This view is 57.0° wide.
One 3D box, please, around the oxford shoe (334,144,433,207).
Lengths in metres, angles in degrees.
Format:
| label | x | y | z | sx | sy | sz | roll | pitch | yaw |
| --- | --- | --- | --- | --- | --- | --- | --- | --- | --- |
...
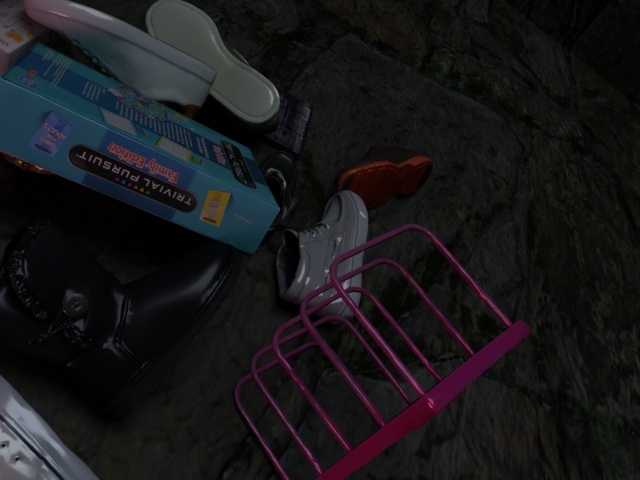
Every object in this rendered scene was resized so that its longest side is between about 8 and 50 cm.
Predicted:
| label | x | y | z | sx | sy | sz | roll | pitch | yaw |
| --- | --- | --- | --- | --- | --- | --- | --- | --- | --- |
| oxford shoe | 0.106 | -0.132 | 1.147 | 0.098 | 0.097 | 0.271 | 39 | 33 | 29 |

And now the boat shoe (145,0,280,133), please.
| label | x | y | z | sx | sy | sz | roll | pitch | yaw |
| --- | --- | --- | --- | --- | --- | --- | --- | --- | --- |
| boat shoe | -0.186 | -0.299 | 1.031 | 0.109 | 0.091 | 0.305 | -45 | 80 | -5 |

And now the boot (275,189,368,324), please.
| label | x | y | z | sx | sy | sz | roll | pitch | yaw |
| --- | --- | --- | --- | --- | --- | --- | --- | --- | --- |
| boot | 0.000 | 0.000 | 0.931 | 0.123 | 0.095 | 0.258 | 27 | 44 | -25 |

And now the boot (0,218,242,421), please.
| label | x | y | z | sx | sy | sz | roll | pitch | yaw |
| --- | --- | --- | --- | --- | --- | --- | --- | --- | --- |
| boot | -0.226 | 0.044 | 0.645 | 0.207 | 0.094 | 0.246 | 47 | 66 | -24 |

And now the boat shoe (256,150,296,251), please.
| label | x | y | z | sx | sy | sz | roll | pitch | yaw |
| --- | --- | --- | --- | --- | --- | --- | --- | --- | --- |
| boat shoe | -0.078 | -0.078 | 0.959 | 0.084 | 0.079 | 0.233 | 30 | 41 | -9 |

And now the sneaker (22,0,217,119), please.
| label | x | y | z | sx | sy | sz | roll | pitch | yaw |
| --- | --- | --- | --- | --- | --- | --- | --- | --- | --- |
| sneaker | -0.299 | -0.258 | 0.875 | 0.290 | 0.123 | 0.106 | 20 | 7 | -35 |

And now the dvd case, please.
| label | x | y | z | sx | sy | sz | roll | pitch | yaw |
| --- | --- | --- | --- | --- | --- | --- | --- | --- | --- |
| dvd case | -0.121 | -0.257 | 1.124 | 0.221 | 0.018 | 0.165 | 26 | 44 | -16 |

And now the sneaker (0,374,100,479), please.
| label | x | y | z | sx | sy | sz | roll | pitch | yaw |
| --- | --- | --- | --- | --- | --- | --- | --- | --- | --- |
| sneaker | -0.257 | 0.246 | 0.551 | 0.258 | 0.094 | 0.091 | 42 | 59 | 8 |

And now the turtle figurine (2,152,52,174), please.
| label | x | y | z | sx | sy | sz | roll | pitch | yaw |
| --- | --- | --- | --- | --- | --- | --- | --- | --- | --- |
| turtle figurine | -0.447 | -0.150 | 0.713 | 0.269 | 0.087 | 0.217 | 45 | 7 | -18 |

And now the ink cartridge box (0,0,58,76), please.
| label | x | y | z | sx | sy | sz | roll | pitch | yaw |
| --- | --- | --- | --- | --- | --- | --- | --- | --- | --- |
| ink cartridge box | -0.456 | -0.279 | 0.839 | 0.092 | 0.090 | 0.143 | 32 | 41 | -10 |

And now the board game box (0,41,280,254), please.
| label | x | y | z | sx | sy | sz | roll | pitch | yaw |
| --- | --- | --- | --- | --- | --- | --- | --- | --- | --- |
| board game box | -0.237 | -0.125 | 0.780 | 0.336 | 0.079 | 0.254 | 25 | 17 | -25 |

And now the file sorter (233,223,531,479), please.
| label | x | y | z | sx | sy | sz | roll | pitch | yaw |
| --- | --- | --- | --- | --- | --- | --- | --- | --- | --- |
| file sorter | 0.051 | 0.146 | 0.702 | 0.202 | 0.291 | 0.182 | -21 | 66 | -45 |
